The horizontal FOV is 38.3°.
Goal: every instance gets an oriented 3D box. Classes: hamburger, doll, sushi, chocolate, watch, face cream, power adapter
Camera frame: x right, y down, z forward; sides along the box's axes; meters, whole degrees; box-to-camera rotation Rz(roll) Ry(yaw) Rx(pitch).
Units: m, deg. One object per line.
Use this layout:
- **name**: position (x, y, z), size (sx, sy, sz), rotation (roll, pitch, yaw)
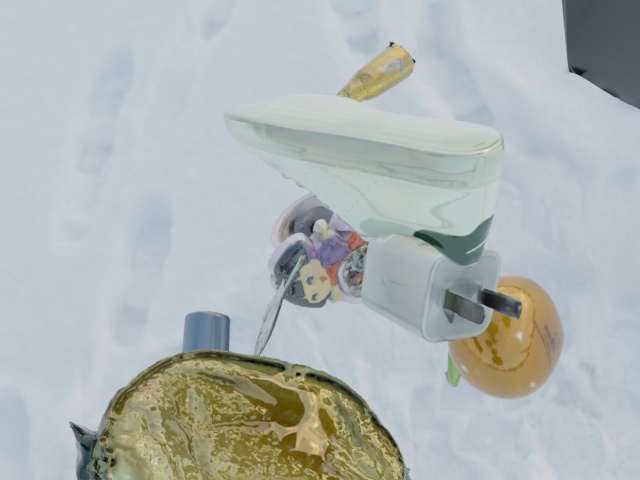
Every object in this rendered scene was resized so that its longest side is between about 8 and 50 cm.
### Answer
- **hamburger**: position (-0.063, 0.190, 0.817), size (0.308, 0.132, 0.211), rotation (12, 39, -7)
- **doll**: position (0.292, 0.170, 1.600), size (0.236, 0.213, 0.213), rotation (-6, 58, 41)
- **sushi**: position (0.408, -0.246, 0.976), size (0.212, 0.215, 0.227), rotation (-34, 36, -29)
- **chocolate**: position (0.107, -0.324, 1.881), size (0.085, 0.086, 0.219), rotation (23, 44, 26)
- **watch**: position (0.000, 0.000, 1.676), size (0.244, 0.196, 0.231), rotation (-28, 38, -8)
- **face cream**: position (-0.174, 0.296, 1.323), size (0.086, 0.135, 0.385), rotation (2, 73, 0)
- **power adapter**: position (0.168, 0.064, 1.215), size (0.205, 0.130, 0.125), rotation (25, 113, 50)

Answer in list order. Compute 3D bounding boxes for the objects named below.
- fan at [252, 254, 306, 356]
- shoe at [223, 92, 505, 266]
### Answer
- **fan**: position (-0.066, 0.101, 1.419), size (0.008, 0.227, 0.152), rotation (22, 43, -7)
- **shoe**: position (0.025, -0.050, 0.749), size (0.265, 0.110, 0.095), rotation (15, 32, 39)
